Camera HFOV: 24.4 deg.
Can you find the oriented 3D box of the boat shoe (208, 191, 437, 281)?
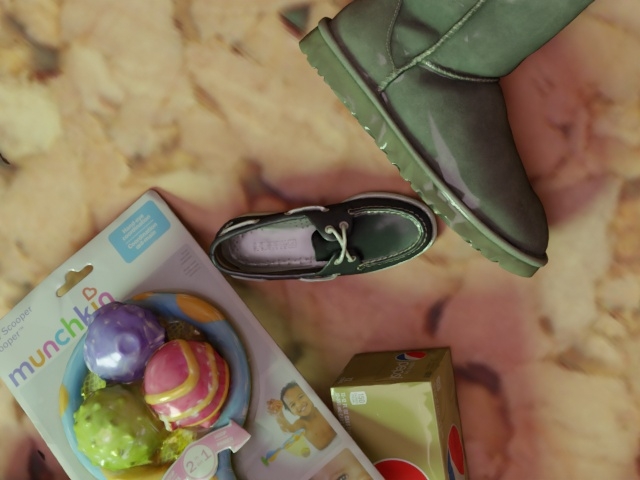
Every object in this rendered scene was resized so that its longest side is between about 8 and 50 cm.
[{"bbox_3d":[0.000,0.000,0.808,0.125,0.038,0.046,-1,104,16],"label":"boat shoe"}]

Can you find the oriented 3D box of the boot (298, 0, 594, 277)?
[{"bbox_3d":[0.114,-0.110,0.738,0.208,0.076,0.189,-41,93,14],"label":"boot"}]

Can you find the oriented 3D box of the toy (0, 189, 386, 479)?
[{"bbox_3d":[-0.082,0.092,0.785,0.137,0.056,0.237,-41,70,1],"label":"toy"}]

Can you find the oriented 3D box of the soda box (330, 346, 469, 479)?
[{"bbox_3d":[0.052,0.155,0.820,0.058,0.061,0.181,-6,102,16],"label":"soda box"}]
